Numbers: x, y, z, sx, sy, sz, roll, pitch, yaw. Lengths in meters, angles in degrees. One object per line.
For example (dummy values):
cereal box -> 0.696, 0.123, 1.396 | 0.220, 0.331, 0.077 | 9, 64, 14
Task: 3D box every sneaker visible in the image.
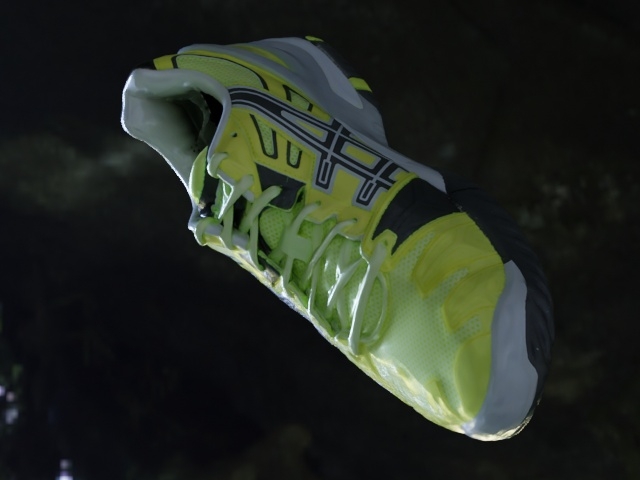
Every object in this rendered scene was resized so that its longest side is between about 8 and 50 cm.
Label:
sneaker -> 0.000, 0.000, 1.110 | 0.147, 0.384, 0.145 | -4, -59, -32
